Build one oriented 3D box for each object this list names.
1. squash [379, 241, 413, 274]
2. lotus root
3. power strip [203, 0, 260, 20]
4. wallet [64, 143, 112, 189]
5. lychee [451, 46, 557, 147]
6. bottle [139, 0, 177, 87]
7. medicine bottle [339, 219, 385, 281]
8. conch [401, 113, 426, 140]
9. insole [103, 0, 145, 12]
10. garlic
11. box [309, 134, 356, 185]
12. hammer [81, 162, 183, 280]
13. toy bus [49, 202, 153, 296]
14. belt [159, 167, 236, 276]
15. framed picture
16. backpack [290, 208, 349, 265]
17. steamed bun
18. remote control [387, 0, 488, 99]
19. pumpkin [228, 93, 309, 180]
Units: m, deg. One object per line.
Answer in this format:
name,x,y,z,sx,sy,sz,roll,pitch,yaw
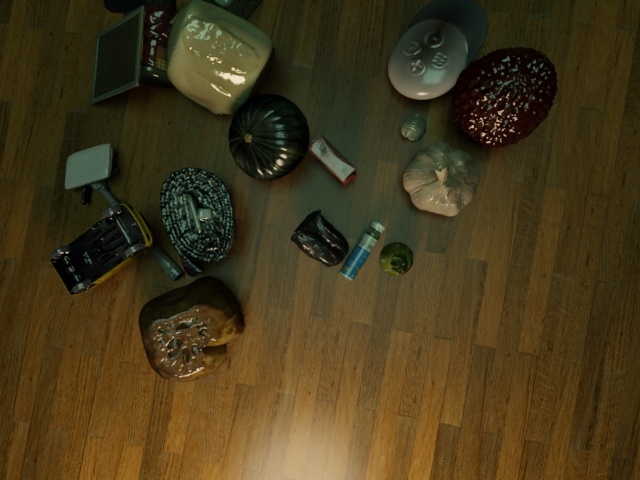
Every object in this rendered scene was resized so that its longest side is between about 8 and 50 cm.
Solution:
squash,0.225,0.056,1.217,0.105,0.132,0.105,0,91,3
lotus root,-0.361,0.270,1.214,0.316,0.250,0.315,0,90,-7
power strip,-0.310,-0.775,1.267,0.224,0.140,0.139,39,92,5
wallet,-0.712,-0.227,1.305,0.183,0.032,0.124,-11,71,18
lychee,0.487,-0.385,1.161,0.264,0.300,0.264,16,60,-30
bottle,-0.489,-0.611,1.278,0.156,0.143,0.271,10,93,43
medicine bottle,0.124,0.030,1.265,0.051,0.051,0.191,32,91,4
conch,0.284,-0.339,1.264,0.076,0.056,0.085,35,92,-9
insole,-0.544,-0.815,1.347,0.322,0.007,0.109,-26,89,2
garlic,0.341,-0.173,1.179,0.219,0.212,0.218,0,88,10
box,0.038,-0.231,1.247,0.156,0.111,0.060,44,92,5
hammer,-0.570,-0.048,1.314,0.152,0.044,0.427,-44,87,2
toy bus,-0.613,0.021,1.231,0.331,0.151,0.145,-31,89,17
belt,-0.350,-0.058,1.247,0.207,0.160,0.294,-20,89,-15
framed picture,-0.604,-0.539,1.261,0.296,0.019,0.232,3,87,39
backpack,-0.001,0.004,1.248,0.165,0.106,0.120,48,70,-13
steamed bun,-0.290,-0.498,1.198,0.291,0.273,0.272,15,105,-15
remote control,0.338,-0.563,1.234,0.221,0.103,0.332,34,89,18
pumpkin,-0.137,-0.291,1.210,0.250,0.216,0.249,-4,85,47
